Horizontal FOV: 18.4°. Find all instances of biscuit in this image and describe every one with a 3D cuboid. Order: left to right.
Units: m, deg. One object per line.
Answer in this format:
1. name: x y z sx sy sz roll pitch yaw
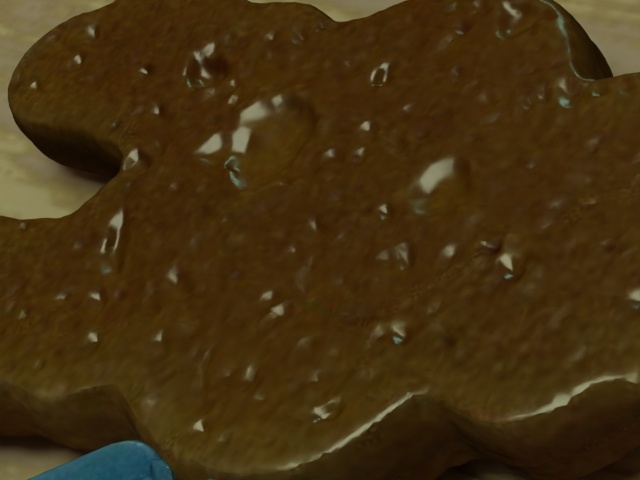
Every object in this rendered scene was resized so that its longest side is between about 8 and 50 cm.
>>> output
1. biscuit: 0.000 0.000 0.644 0.334 0.047 0.202 6 57 37

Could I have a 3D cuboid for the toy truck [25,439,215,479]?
1. toy truck: -0.006 0.189 0.414 0.175 0.146 0.367 -42 44 -14
